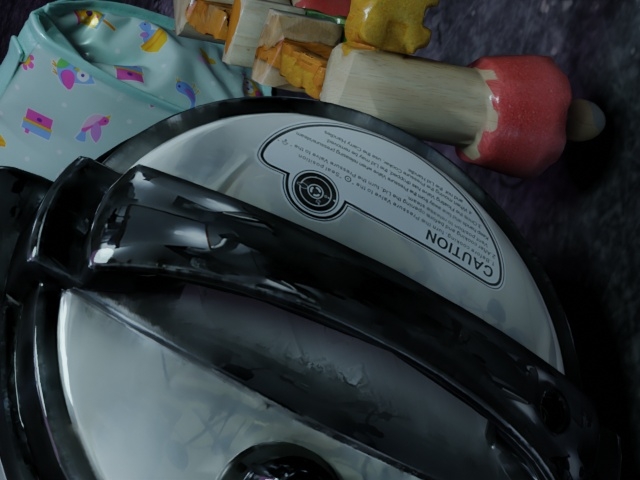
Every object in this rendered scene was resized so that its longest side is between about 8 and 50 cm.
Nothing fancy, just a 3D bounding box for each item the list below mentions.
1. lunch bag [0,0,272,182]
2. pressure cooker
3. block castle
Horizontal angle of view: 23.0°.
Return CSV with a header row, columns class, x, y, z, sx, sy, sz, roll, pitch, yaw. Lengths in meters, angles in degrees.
class,x,y,z,sx,sy,sz,roll,pitch,yaw
lunch bag,-0.204,-0.113,1.524,0.223,0.262,0.160,-48,38,39
pressure cooker,-0.040,0.120,0.981,0.420,0.369,0.376,-46,62,56
block castle,0.064,-0.242,1.187,0.453,0.212,0.303,-143,63,-64
